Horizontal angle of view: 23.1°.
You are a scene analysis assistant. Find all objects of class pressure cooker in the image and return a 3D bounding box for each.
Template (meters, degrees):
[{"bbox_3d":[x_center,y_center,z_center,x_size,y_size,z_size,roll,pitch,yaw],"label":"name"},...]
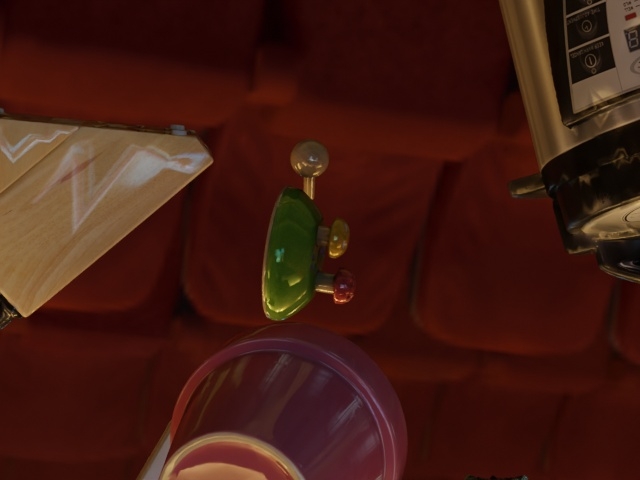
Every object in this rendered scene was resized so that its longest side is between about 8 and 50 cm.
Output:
[{"bbox_3d":[0.361,-0.168,1.399,0.376,0.420,0.370,-10,173,-14],"label":"pressure cooker"}]

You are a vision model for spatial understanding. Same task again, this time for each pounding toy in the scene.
[{"bbox_3d":[0.000,0.000,2.122,0.110,0.236,0.183,8,154,10],"label":"pounding toy"}]

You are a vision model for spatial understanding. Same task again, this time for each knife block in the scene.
[{"bbox_3d":[-0.239,0.012,1.360,0.276,0.242,0.088,5,-171,-6],"label":"knife block"}]

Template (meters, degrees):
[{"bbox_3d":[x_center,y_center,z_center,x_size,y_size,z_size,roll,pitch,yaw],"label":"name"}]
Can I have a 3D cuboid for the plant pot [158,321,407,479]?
[{"bbox_3d":[-0.042,0.184,1.268,0.201,0.201,0.180,7,-166,13],"label":"plant pot"}]

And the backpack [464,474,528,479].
[{"bbox_3d":[0.201,0.373,1.766,0.144,0.165,0.188,0,-153,36],"label":"backpack"}]

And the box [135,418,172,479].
[{"bbox_3d":[-0.057,0.325,1.806,0.322,0.232,0.058,32,166,-10],"label":"box"}]
